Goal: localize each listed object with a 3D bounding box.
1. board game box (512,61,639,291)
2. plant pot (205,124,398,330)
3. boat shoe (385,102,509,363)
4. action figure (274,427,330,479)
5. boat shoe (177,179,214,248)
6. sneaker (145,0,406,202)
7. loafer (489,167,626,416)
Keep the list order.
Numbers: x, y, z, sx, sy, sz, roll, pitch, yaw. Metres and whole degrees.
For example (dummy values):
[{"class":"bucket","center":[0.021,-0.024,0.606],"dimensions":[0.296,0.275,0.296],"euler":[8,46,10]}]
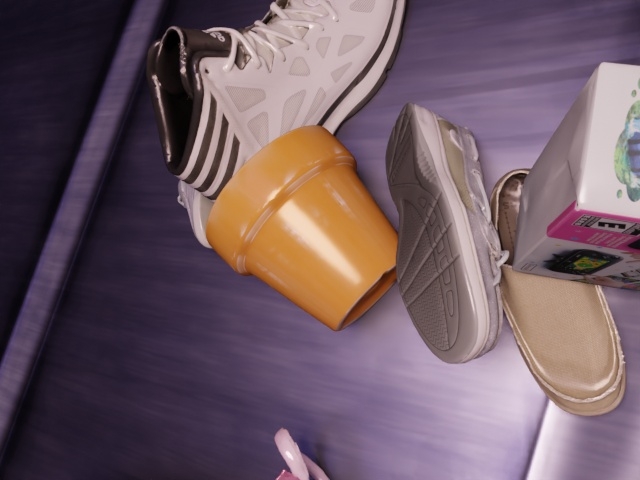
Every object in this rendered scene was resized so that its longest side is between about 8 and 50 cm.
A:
[{"class":"board game box","center":[0.315,-0.013,0.383],"dimensions":[0.303,0.224,0.098],"euler":[9,80,12]},{"class":"plant pot","center":[0.000,0.000,0.653],"dimensions":[0.188,0.205,0.205],"euler":[46,102,15]},{"class":"boat shoe","center":[0.140,-0.023,0.564],"dimensions":[0.118,0.103,0.320],"euler":[112,161,-44]},{"class":"action figure","center":[0.081,0.385,0.516],"dimensions":[0.370,0.248,0.276],"euler":[1,51,35]},{"class":"boat shoe","center":[-0.183,-0.086,0.850],"dimensions":[0.081,0.079,0.228],"euler":[-23,61,34]},{"class":"sneaker","center":[-0.053,-0.250,0.702],"dimensions":[0.169,0.257,0.448],"euler":[29,92,33]},{"class":"loafer","center":[0.227,0.043,0.551],"dimensions":[0.101,0.092,0.269],"euler":[-23,66,24]}]
